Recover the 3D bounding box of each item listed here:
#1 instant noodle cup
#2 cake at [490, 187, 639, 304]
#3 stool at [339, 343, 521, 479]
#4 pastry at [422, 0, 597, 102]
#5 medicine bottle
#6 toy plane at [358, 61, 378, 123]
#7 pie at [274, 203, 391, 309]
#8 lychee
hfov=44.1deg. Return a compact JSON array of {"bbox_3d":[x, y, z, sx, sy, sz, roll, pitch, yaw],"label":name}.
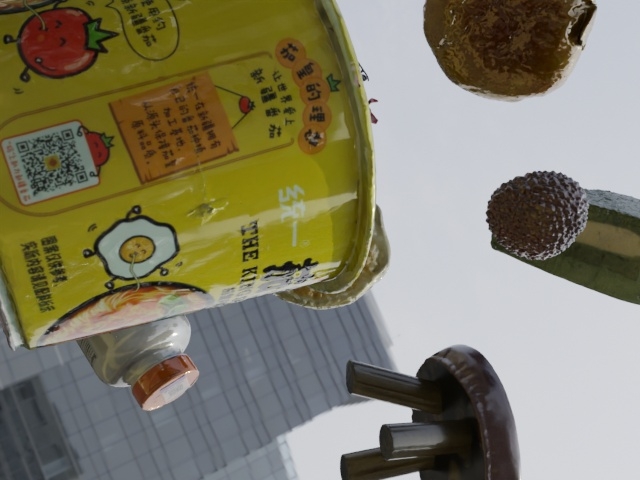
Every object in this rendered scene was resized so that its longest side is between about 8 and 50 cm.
[{"bbox_3d":[-0.144,-0.074,0.601,0.325,0.254,0.325,48,-32,44],"label":"instant noodle cup"},{"bbox_3d":[0.449,0.002,1.323,0.172,0.284,0.158,-119,-140,-61],"label":"cake"},{"bbox_3d":[0.141,0.287,1.096,0.272,0.178,0.272,177,-90,-75],"label":"stool"},{"bbox_3d":[0.369,-0.431,1.543,0.164,0.356,0.356,-80,-178,-50],"label":"pastry"},{"bbox_3d":[-0.302,0.115,1.209,0.288,0.157,0.157,52,-37,20],"label":"medicine bottle"},{"bbox_3d":[0.049,-0.239,1.227,0.037,0.060,0.145,-41,-106,37],"label":"toy plane"},{"bbox_3d":[0.000,0.000,1.797,0.077,0.339,0.339,-16,-86,68],"label":"pie"},{"bbox_3d":[0.282,-0.032,1.036,0.123,0.129,0.123,176,-90,-73],"label":"lychee"}]
